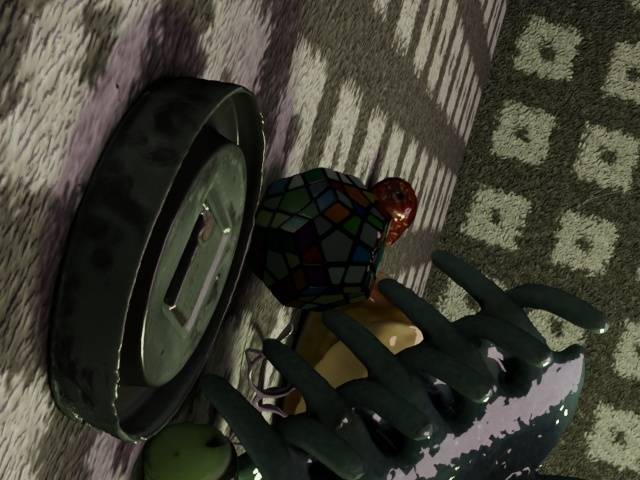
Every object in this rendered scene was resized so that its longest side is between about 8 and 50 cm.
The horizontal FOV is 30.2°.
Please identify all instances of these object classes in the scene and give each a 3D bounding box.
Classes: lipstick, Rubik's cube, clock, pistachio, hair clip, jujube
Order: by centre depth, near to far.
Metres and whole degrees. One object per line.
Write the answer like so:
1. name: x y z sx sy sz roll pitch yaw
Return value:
1. clock: -0.094 0.010 0.719 0.226 0.049 0.226 18 90 -81
2. lipstick: -0.109 0.264 0.984 0.304 0.076 0.076 97 13 -45
3. hair clip: 0.083 0.180 0.993 0.318 0.392 0.239 -27 126 -21
4. Rubik's cube: 0.000 0.000 1.049 0.133 0.111 0.133 18 90 -80
5. pistachio: 0.053 0.183 1.447 0.187 0.187 0.299 -61 168 -52
6. jujube: 0.097 -0.038 1.674 0.129 0.077 0.077 103 7 -60

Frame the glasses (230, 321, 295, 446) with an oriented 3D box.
1. glasses: -0.057 0.134 1.214 0.104 0.062 0.140 -100 -163 -56
